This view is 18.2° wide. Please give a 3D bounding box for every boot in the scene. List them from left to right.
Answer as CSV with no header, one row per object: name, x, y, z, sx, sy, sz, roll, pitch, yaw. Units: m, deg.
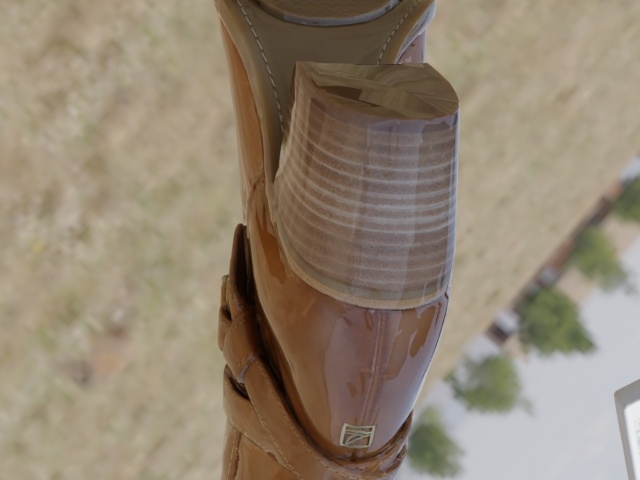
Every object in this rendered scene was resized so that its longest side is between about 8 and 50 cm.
boot,0.000,0.000,0.901,0.283,0.109,0.220,-119,-146,-61

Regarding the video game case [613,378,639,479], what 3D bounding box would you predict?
video game case,0.268,0.114,1.331,0.143,0.019,0.157,-26,144,-4
